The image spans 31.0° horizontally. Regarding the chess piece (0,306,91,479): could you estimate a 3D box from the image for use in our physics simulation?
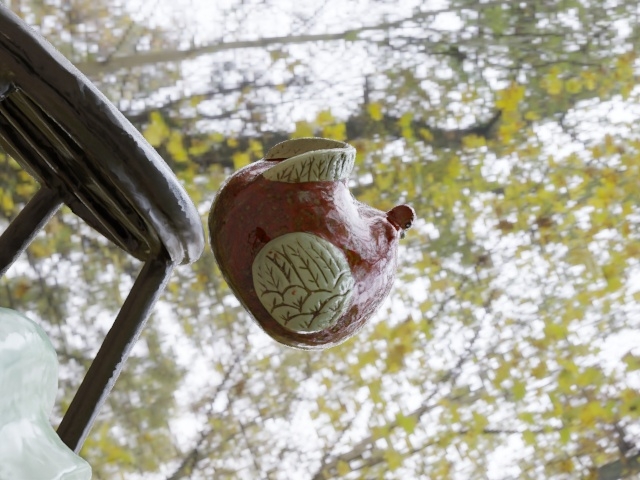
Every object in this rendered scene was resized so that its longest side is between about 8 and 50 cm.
[{"bbox_3d":[-0.079,0.165,0.417,0.299,0.194,0.194,32,-56,7],"label":"chess piece"}]

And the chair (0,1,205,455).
[{"bbox_3d":[-0.328,0.041,0.841,0.362,0.410,0.365,23,-24,49],"label":"chair"}]

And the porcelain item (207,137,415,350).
[{"bbox_3d":[0.000,0.000,1.365,0.253,0.253,0.253,13,-72,43],"label":"porcelain item"}]
